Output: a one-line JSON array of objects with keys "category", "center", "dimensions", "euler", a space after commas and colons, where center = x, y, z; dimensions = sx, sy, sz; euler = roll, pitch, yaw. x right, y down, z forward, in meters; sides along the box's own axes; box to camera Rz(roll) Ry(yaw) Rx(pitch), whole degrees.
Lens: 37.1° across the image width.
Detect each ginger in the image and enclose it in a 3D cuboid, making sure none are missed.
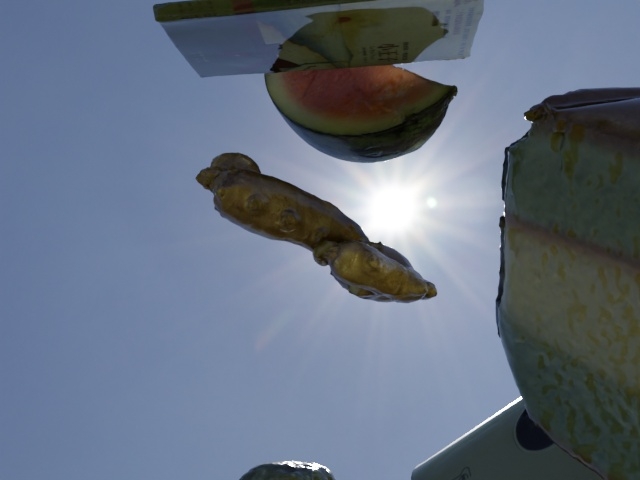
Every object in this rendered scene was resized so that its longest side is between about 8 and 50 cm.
[{"category": "ginger", "center": [0.000, 0.000, 0.721], "dimensions": [0.176, 0.193, 0.052], "euler": [30, -83, -28]}]

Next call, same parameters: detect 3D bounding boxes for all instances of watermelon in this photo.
[{"category": "watermelon", "center": [0.030, -0.151, 1.041], "dimensions": [0.063, 0.245, 0.119], "euler": [35, -103, -56]}]

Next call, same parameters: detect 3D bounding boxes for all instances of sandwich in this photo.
[{"category": "sandwich", "center": [0.186, 0.042, 0.305], "dimensions": [0.228, 0.198, 0.155], "euler": [-1, -66, 1]}]

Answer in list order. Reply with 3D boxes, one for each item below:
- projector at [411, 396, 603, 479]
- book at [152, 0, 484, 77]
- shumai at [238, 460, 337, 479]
[{"category": "projector", "center": [0.260, 0.282, 0.893], "dimensions": [0.249, 0.248, 0.248], "euler": [-39, -64, 19]}, {"category": "book", "center": [0.004, -0.199, 0.904], "dimensions": [0.290, 0.201, 0.026], "euler": [-4, -96, 4]}, {"category": "shumai", "center": [-0.017, 0.440, 1.347], "dimensions": [0.225, 0.222, 0.260], "euler": [-22, -60, -41]}]
